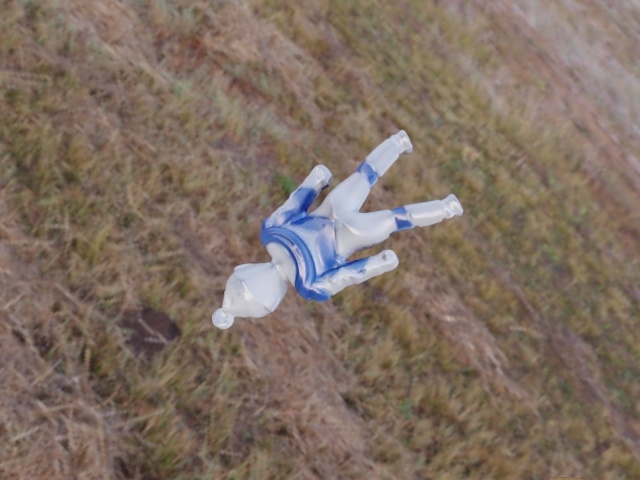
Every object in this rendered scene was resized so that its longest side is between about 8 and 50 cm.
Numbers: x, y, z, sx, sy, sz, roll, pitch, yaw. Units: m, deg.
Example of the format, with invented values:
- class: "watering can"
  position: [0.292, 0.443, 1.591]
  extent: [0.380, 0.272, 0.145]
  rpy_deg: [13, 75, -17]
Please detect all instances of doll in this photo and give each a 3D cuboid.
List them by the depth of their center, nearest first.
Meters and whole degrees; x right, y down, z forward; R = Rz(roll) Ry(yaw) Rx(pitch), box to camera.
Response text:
- class: "doll"
  position: [0.000, 0.000, 0.818]
  extent: [0.114, 0.227, 0.057]
  rpy_deg: [55, -7, 19]

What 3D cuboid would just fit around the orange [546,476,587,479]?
- class: "orange"
  position: [0.313, 0.409, 1.206]
  extent: [0.240, 0.240, 0.171]
  rpy_deg: [36, -11, -27]
